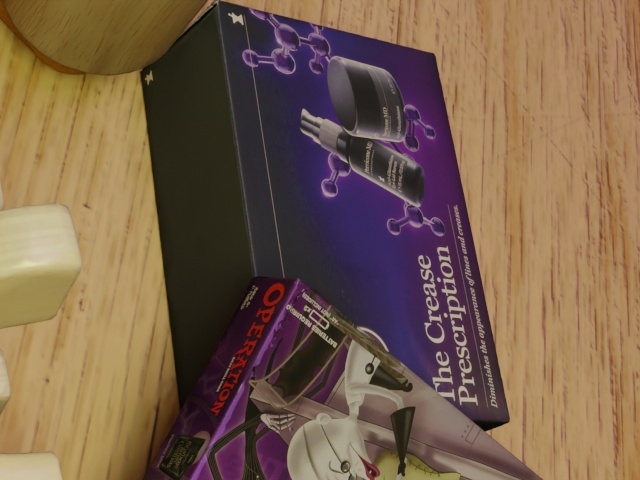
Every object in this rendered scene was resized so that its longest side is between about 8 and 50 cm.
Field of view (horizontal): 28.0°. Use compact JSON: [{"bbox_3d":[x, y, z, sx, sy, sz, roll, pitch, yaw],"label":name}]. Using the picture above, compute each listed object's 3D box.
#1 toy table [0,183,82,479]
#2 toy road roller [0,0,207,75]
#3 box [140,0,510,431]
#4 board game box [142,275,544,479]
[{"bbox_3d":[-0.201,0.055,0.538,0.161,0.252,0.274,-7,83,-24],"label":"toy table"},{"bbox_3d":[-0.220,-0.202,0.670,0.329,0.202,0.240,45,59,-6],"label":"toy road roller"},{"bbox_3d":[0.000,0.000,0.810,0.184,0.103,0.261,5,65,-35],"label":"box"},{"bbox_3d":[0.046,0.199,0.701,0.347,0.056,0.208,40,70,-30],"label":"board game box"}]
